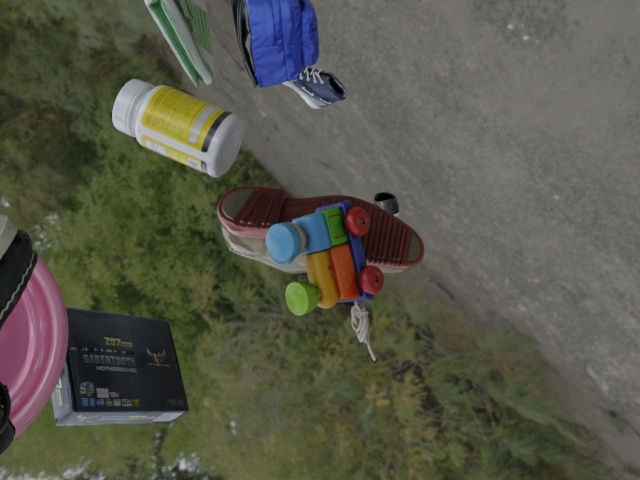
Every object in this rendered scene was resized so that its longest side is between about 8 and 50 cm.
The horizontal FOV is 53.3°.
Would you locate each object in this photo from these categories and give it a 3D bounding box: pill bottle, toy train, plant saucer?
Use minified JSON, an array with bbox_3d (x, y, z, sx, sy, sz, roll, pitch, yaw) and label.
[{"bbox_3d":[-0.253,-0.203,1.134,0.209,0.119,0.119,24,168,7],"label":"pill bottle"},{"bbox_3d":[0.011,0.076,0.914,0.105,0.143,0.247,-10,94,46],"label":"toy train"},{"bbox_3d":[-0.499,0.125,0.806,0.332,0.332,0.084,47,154,-10],"label":"plant saucer"}]

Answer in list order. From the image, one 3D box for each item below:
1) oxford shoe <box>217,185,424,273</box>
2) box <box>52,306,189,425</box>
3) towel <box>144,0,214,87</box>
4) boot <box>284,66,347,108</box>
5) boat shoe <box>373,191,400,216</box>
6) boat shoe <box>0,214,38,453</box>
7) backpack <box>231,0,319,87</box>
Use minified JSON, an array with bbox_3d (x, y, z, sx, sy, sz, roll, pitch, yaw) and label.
[{"bbox_3d":[0.000,0.000,1.089,0.349,0.122,0.130,14,142,7],"label":"oxford shoe"},{"bbox_3d":[-0.345,0.216,1.086,0.233,0.059,0.183,20,-139,-51],"label":"box"},{"bbox_3d":[-0.201,-0.410,0.878,0.248,0.038,0.324,64,-161,-75],"label":"towel"},{"bbox_3d":[-0.027,-0.359,1.381,0.086,0.069,0.190,-9,152,40],"label":"boot"},{"bbox_3d":[0.135,-0.082,1.320,0.133,0.049,0.041,-104,-2,-74],"label":"boat shoe"},{"bbox_3d":[-0.294,0.142,0.480,0.113,0.340,0.127,35,176,-29],"label":"boat shoe"},{"bbox_3d":[-0.056,-0.266,0.771,0.120,0.101,0.098,79,168,-45],"label":"backpack"}]
